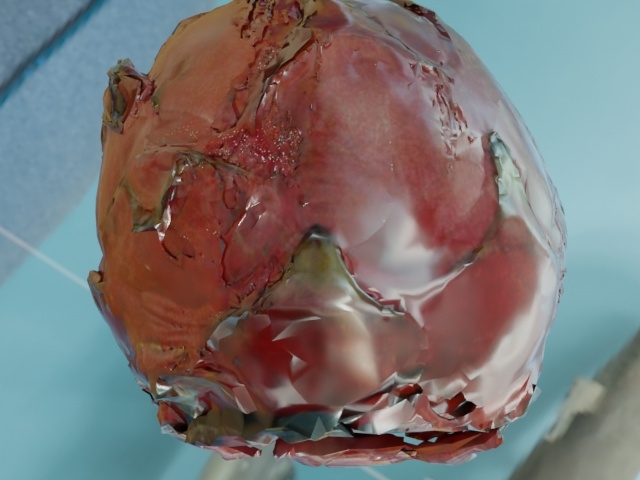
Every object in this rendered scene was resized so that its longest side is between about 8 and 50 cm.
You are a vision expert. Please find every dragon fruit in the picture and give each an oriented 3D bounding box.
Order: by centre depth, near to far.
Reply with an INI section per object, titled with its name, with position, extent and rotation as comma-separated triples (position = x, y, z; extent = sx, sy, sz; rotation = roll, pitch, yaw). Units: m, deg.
[dragon fruit]
position = 0.000, 0.000, 0.883
extent = 0.296, 0.301, 0.295
rotation = -16, 158, -7
